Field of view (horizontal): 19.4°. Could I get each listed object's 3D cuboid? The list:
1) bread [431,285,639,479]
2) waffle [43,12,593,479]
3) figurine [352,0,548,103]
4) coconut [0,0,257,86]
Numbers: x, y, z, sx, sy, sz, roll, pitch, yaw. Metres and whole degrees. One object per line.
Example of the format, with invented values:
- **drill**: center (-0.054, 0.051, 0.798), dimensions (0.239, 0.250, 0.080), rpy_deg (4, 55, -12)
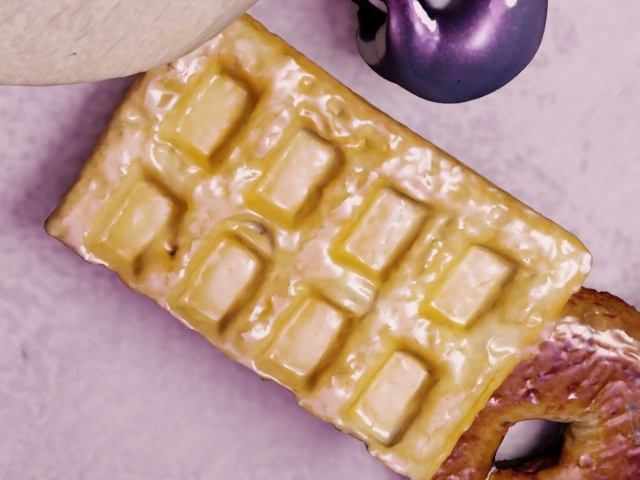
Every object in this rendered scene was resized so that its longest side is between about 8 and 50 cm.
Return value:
- **bread**: center (0.140, 0.112, 1.150), dimensions (0.193, 0.064, 0.193), rpy_deg (-2, 111, -4)
- **waffle**: center (0.000, 0.000, 1.060), dimensions (0.274, 0.057, 0.168), rpy_deg (34, 96, -6)
- **figurine**: center (0.069, -0.185, 0.999), dimensions (0.145, 0.145, 0.222), rpy_deg (-1, 107, -9)
- **coconut**: center (-0.168, -0.235, 0.834), dimensions (0.346, 0.360, 0.346), rpy_deg (-11, 105, -48)
